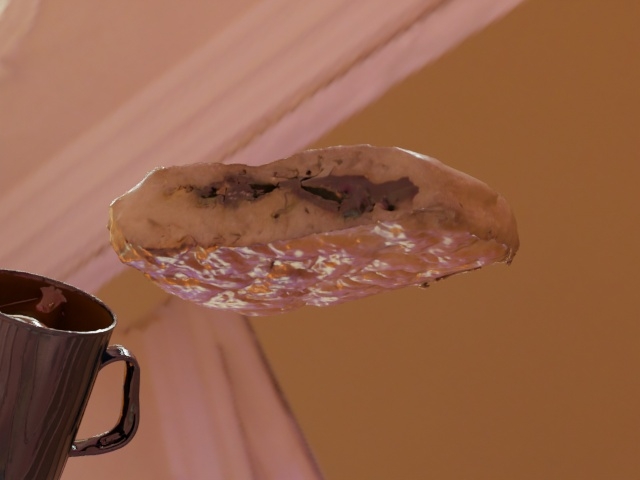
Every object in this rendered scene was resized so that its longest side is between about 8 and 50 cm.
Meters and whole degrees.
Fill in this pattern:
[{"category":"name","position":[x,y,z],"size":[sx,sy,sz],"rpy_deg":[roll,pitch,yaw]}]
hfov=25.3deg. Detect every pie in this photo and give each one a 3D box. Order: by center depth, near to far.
[{"category":"pie","position":[0.000,0.003,0.761],"size":[0.218,0.185,0.052],"rpy_deg":[-7,-111,19]}]

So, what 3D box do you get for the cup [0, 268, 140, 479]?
[{"category":"cup","position":[-0.210,0.112,1.053],"size":[0.113,0.150,0.138],"rpy_deg":[-61,170,-76]}]
